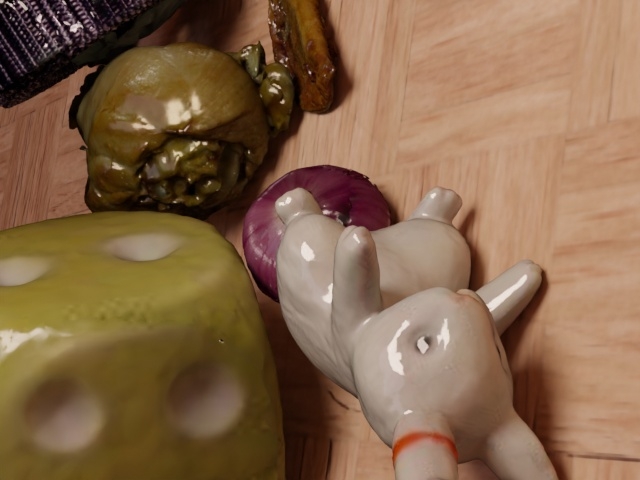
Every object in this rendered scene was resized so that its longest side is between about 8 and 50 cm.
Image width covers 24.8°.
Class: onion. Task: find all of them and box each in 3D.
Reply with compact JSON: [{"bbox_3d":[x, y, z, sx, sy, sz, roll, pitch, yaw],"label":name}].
[{"bbox_3d":[0.000,0.000,1.076,0.115,0.104,0.115,-10,52,13],"label":"onion"}]

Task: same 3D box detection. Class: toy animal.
[{"bbox_3d":[0.066,0.063,0.882,0.282,0.140,0.138,-133,52,-61],"label":"toy animal"}]

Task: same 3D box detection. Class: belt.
[{"bbox_3d":[-0.215,-0.232,1.389,0.260,0.122,0.325,-33,7,13],"label":"belt"}]

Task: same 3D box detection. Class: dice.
[{"bbox_3d":[-0.164,0.122,1.097,0.227,0.233,0.238,-135,37,-63],"label":"dice"}]

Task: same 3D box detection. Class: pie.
[{"bbox_3d":[-0.017,-0.170,1.234,0.088,0.033,0.191,111,151,-41],"label":"pie"}]

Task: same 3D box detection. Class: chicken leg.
[{"bbox_3d":[-0.165,-0.113,1.385,0.201,0.152,0.429,-66,21,0],"label":"chicken leg"}]

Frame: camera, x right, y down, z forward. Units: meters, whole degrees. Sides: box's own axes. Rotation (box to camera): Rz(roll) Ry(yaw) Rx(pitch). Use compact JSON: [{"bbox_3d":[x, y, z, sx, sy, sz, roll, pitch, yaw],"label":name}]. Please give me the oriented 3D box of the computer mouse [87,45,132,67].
[{"bbox_3d":[-0.248,-0.240,1.668,0.135,0.047,0.079,-14,65,61],"label":"computer mouse"}]
